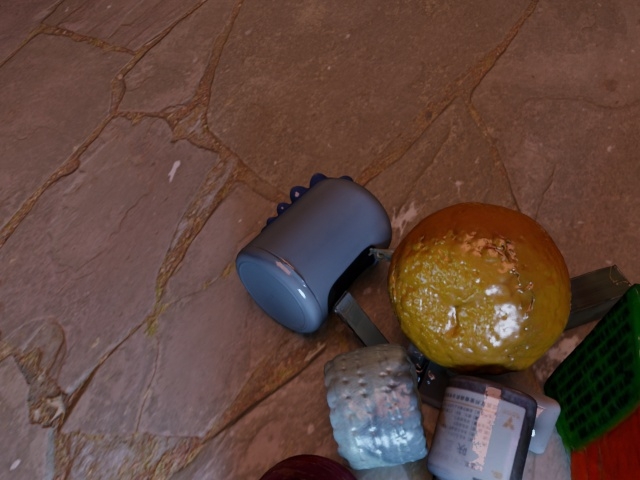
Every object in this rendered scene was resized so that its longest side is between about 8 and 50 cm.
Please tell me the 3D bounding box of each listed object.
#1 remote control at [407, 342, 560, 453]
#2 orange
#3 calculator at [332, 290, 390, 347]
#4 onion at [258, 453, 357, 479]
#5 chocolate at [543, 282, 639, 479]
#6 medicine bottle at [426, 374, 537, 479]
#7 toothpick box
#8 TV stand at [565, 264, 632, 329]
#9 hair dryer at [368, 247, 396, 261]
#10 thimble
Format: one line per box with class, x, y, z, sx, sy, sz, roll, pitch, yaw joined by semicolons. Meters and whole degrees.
remote control;0.303;0.309;1.221;0.313;0.055;0.109;21;91;19
orange;0.305;0.088;1.188;0.341;0.340;0.293;30;28;23
calculator;0.088;0.185;1.306;0.057;0.172;0.018;-50;23;-26
onion;-0.030;0.486;1.032;0.273;0.230;0.256;-8;52;7
chocolate;0.557;0.312;1.046;0.162;0.360;0.341;4;49;-8
medicine bottle;0.271;0.388;1.081;0.165;0.165;0.273;16;73;15
toothpick box;0.000;0.000;1.384;0.263;0.263;0.355;32;60;25
TV stand;0.532;0.142;1.338;0.270;0.088;0.082;-16;52;-8
hair dryer;0.198;0.074;1.359;0.237;0.075;0.206;21;50;-31
thimble;0.103;0.306;1.163;0.172;0.204;0.250;-13;34;8
